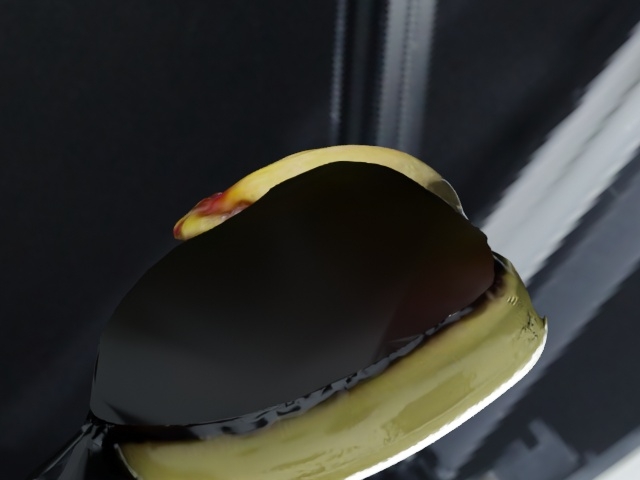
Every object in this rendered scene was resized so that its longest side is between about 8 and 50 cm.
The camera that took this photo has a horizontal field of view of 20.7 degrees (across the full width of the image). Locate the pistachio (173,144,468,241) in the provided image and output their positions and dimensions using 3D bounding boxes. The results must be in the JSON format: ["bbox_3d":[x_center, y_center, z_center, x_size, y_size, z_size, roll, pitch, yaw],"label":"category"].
[{"bbox_3d":[0.000,0.000,1.200,0.210,0.130,0.165,4,-8,14],"label":"pistachio"}]

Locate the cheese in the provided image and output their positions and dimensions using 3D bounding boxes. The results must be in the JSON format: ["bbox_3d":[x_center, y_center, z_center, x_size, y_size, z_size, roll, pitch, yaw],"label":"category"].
[{"bbox_3d":[-0.031,0.043,0.410,0.162,0.086,0.036,-32,-49,-16],"label":"cheese"}]
